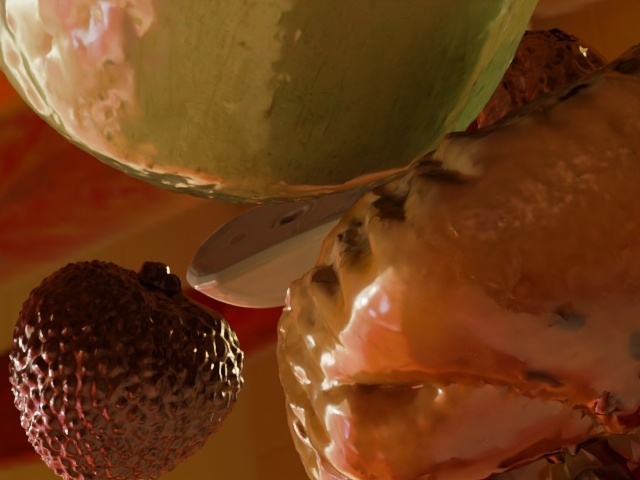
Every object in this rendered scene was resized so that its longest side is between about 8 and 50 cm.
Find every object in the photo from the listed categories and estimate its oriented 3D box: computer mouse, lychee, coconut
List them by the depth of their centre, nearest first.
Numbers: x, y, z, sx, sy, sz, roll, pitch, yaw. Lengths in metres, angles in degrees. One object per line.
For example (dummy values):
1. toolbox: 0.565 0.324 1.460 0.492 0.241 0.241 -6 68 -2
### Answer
1. coconut: -0.027 -0.177 0.922 0.328 0.281 0.328 16 132 18
2. computer mouse: 0.000 0.000 1.188 0.181 0.089 0.056 -23 118 26
3. lychee: -0.160 0.102 1.464 0.194 0.194 0.194 -4 149 -2

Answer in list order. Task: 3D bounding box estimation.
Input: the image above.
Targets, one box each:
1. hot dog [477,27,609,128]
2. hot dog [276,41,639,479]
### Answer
1. hot dog: 0.220 -0.005 1.361 0.267 0.388 0.174 35 125 -25
2. hot dog: 0.161 0.042 0.930 0.365 0.196 0.367 -18 139 -13
